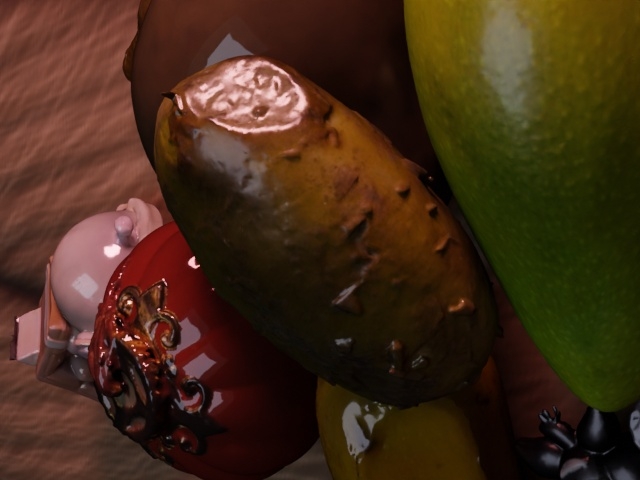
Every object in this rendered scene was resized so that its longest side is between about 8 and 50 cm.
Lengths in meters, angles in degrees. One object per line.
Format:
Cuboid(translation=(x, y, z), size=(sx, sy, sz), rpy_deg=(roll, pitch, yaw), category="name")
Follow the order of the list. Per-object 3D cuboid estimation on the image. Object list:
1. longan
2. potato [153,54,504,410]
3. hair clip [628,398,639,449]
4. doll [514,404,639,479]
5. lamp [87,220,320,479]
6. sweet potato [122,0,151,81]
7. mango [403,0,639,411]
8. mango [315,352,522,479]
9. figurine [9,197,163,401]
Cuboid(translation=(-0.018, -0.099, 0.813), size=(0.246, 0.215, 0.246), rpy_deg=(21, 158, 9), category="longan")
Cuboid(translation=(0.000, 0.000, 0.684), size=(0.149, 0.113, 0.251), rpy_deg=(-19, 126, 46), category="potato")
Cuboid(translation=(0.276, 0.151, 0.693), size=(0.146, 0.075, 0.257), rpy_deg=(-42, 79, 34), category="hair clip")
Cuboid(translation=(0.217, 0.195, 0.786), size=(0.219, 0.067, 0.091), rpy_deg=(55, 137, 10), category="doll")
Cuboid(translation=(-0.090, 0.093, 1.000), size=(0.227, 0.227, 0.227), rpy_deg=(25, 124, 43), category="lamp")
Cuboid(translation=(-0.127, -0.194, 1.038), size=(0.067, 0.067, 0.274), rpy_deg=(64, 147, 8), category="sweet potato")
Cuboid(translation=(0.139, -0.067, 0.661), size=(0.156, 0.192, 0.343), rpy_deg=(-6, 107, 30), category="mango")
Cuboid(translation=(0.080, 0.156, 0.868), size=(0.130, 0.167, 0.262), rpy_deg=(-13, 109, 16), category="mango")
Cuboid(translation=(-0.207, 0.056, 1.200), size=(0.237, 0.141, 0.162), rpy_deg=(-53, 31, 38), category="figurine")
